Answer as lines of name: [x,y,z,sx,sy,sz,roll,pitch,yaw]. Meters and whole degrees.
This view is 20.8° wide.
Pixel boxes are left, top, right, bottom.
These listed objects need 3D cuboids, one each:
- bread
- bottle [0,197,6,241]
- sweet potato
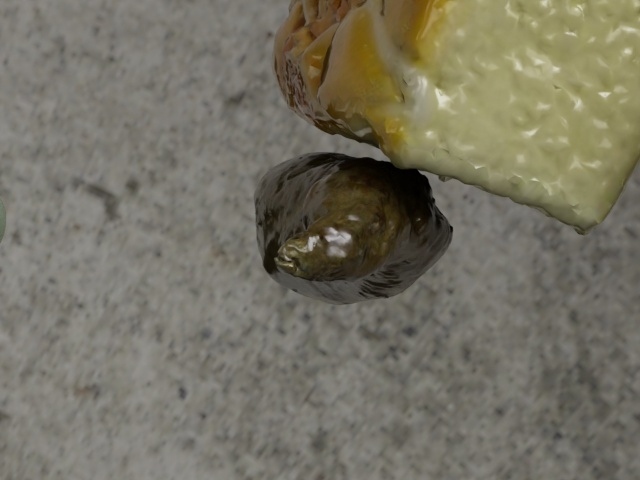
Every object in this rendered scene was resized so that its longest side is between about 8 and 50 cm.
bread: [0.054,-0.103,0.401,0.068,0.188,0.125,22,2,-17]
bottle: [-0.256,-0.041,1.059,0.072,0.201,0.072,-3,72,8]
sweet potato: [0.006,-0.002,0.406,0.041,0.153,0.038,-22,95,-3]
